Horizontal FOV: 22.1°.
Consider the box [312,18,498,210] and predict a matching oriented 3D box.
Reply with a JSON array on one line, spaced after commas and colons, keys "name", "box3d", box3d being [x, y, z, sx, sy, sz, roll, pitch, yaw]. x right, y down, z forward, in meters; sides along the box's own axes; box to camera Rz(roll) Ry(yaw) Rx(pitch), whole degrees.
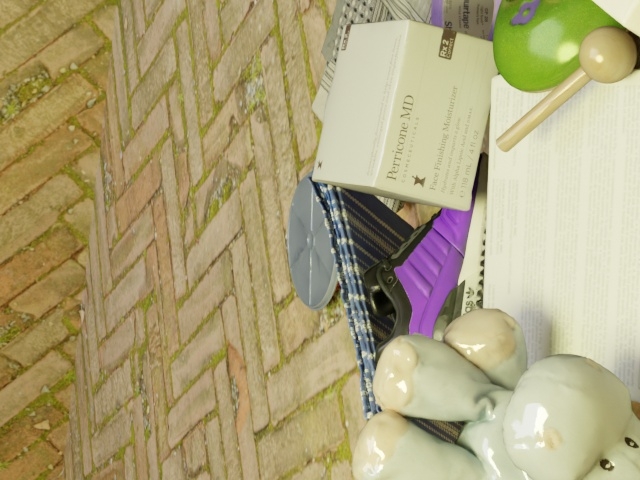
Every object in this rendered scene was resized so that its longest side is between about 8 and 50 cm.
[{"name": "box", "box3d": [0.090, -0.134, 1.750, 0.182, 0.119, 0.181, -166, 88, -68]}]

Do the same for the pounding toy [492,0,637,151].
[{"name": "pounding toy", "box3d": [0.213, -0.228, 1.573, 0.183, 0.110, 0.237, -30, 34, 34]}]

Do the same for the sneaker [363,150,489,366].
[{"name": "sneaker", "box3d": [0.119, 0.025, 1.781, 0.102, 0.146, 0.293, 65, -149, -51]}]

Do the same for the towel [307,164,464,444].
[{"name": "towel", "box3d": [0.082, 0.089, 1.907, 0.040, 0.243, 0.336, -24, 58, 21]}]

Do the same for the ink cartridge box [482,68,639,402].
[{"name": "ink cartridge box", "box3d": [0.303, -0.007, 1.549, 0.385, 0.091, 0.308, 7, 95, 57]}]

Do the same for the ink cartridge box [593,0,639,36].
[{"name": "ink cartridge box", "box3d": [0.295, -0.272, 1.322, 0.207, 0.119, 0.353, -56, 31, 16]}]

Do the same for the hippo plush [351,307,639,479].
[{"name": "hippo plush", "box3d": [0.184, 0.213, 1.477, 0.236, 0.234, 0.294, 6, 131, 60]}]

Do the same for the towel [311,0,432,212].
[{"name": "towel", "box3d": [0.075, -0.249, 2.133, 0.324, 0.056, 0.312, -117, 35, -51]}]

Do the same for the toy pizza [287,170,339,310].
[{"name": "toy pizza", "box3d": [0.000, 0.000, 2.342, 0.201, 0.032, 0.201, 180, 90, -69]}]

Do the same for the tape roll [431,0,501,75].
[{"name": "tape roll", "box3d": [0.196, -0.255, 1.795, 0.189, 0.080, 0.189, 180, 90, -68]}]
